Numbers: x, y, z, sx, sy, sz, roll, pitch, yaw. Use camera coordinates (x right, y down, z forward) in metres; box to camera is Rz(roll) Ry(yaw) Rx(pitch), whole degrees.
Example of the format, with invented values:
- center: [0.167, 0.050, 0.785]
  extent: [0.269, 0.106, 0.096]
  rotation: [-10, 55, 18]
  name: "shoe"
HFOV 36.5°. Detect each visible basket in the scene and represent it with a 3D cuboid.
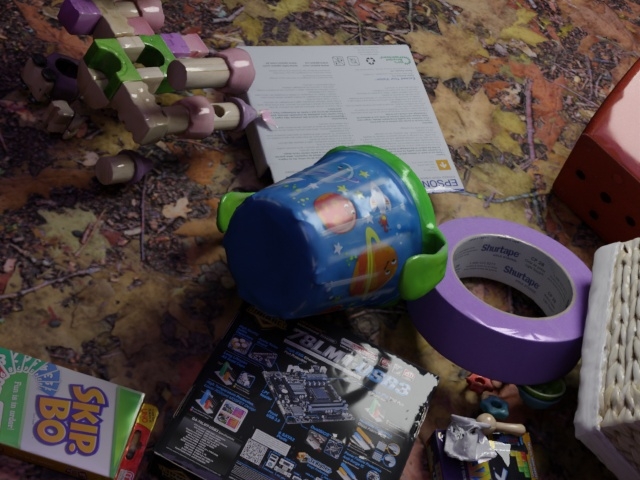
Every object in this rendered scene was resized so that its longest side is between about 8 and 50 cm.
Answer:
- center: [0.546, 0.180, 1.296]
  extent: [0.328, 0.266, 0.331]
  rotation: [42, 46, -26]
  name: "basket"

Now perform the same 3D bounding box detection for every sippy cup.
- center: [0.000, 0.000, 1.302]
  extent: [0.224, 0.305, 0.240]
  rotation: [-18, 84, -47]
  name: "sippy cup"

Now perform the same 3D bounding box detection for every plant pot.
- center: [0.552, -0.130, 1.624]
  extent: [0.236, 0.267, 0.267]
  rotation: [-34, 70, -23]
  name: "plant pot"

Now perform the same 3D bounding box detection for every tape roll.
- center: [0.269, 0.082, 1.425]
  extent: [0.275, 0.090, 0.275]
  rotation: [9, 38, -7]
  name: "tape roll"

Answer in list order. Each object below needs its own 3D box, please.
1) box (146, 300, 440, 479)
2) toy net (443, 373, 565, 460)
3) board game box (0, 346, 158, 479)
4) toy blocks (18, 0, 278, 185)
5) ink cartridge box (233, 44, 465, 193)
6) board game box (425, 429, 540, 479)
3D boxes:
- center: [-0.026, 0.238, 1.267]
  extent: [0.295, 0.073, 0.293]
  rotation: [26, 50, 3]
  name: "box"
- center: [0.235, 0.224, 1.335]
  extent: [0.122, 0.045, 0.232]
  rotation: [34, 36, 30]
  name: "toy net"
- center: [-0.340, 0.216, 1.208]
  extent: [0.259, 0.039, 0.124]
  rotation: [20, 51, -6]
  name: "board game box"
- center: [-0.236, -0.257, 1.473]
  extent: [0.260, 0.309, 0.288]
  rotation: [-16, 66, -49]
  name: "toy blocks"
- center: [0.038, -0.186, 1.609]
  extent: [0.324, 0.071, 0.330]
  rotation: [-4, 59, -20]
  name: "ink cartridge box"
- center: [0.223, 0.339, 1.287]
  extent: [0.141, 0.048, 0.170]
  rotation: [5, 53, -16]
  name: "board game box"
